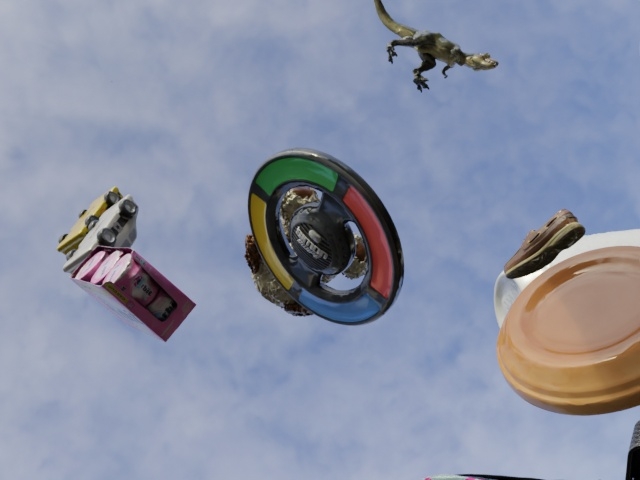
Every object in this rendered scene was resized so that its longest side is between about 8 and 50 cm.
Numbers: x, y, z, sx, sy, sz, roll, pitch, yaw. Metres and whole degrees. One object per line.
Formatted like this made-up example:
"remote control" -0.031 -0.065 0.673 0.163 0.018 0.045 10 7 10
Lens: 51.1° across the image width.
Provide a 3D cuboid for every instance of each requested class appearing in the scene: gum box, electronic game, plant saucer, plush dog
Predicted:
"gum box" -0.247 0.065 0.873 0.107 0.188 0.062 47 -112 -24
"electronic game" 0.000 0.000 0.790 0.048 0.229 0.229 -34 -66 -40
"plant saucer" 0.249 0.068 0.605 0.200 0.200 0.037 -38 -67 -6
"plush dog" -0.059 0.041 1.456 0.262 0.210 0.225 46 -124 -6

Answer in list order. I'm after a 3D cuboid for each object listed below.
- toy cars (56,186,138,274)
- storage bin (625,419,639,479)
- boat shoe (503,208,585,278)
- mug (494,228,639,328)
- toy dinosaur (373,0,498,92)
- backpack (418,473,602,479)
"toy cars" -0.422 -0.010 1.314 0.176 0.393 0.087 -46 -67 -11
"storage bin" 0.522 0.335 0.925 0.084 0.180 0.122 -25 -62 -55
"boat shoe" 0.419 0.009 1.277 0.064 0.060 0.178 12 -45 -38
"mug" 0.575 0.158 1.423 0.327 0.374 0.276 -7 -51 -9
"toy dinosaur" 0.179 -0.343 1.199 0.268 0.064 0.118 32 -115 8
"backpack" 0.232 0.399 0.867 0.253 0.191 0.225 8 -35 10
